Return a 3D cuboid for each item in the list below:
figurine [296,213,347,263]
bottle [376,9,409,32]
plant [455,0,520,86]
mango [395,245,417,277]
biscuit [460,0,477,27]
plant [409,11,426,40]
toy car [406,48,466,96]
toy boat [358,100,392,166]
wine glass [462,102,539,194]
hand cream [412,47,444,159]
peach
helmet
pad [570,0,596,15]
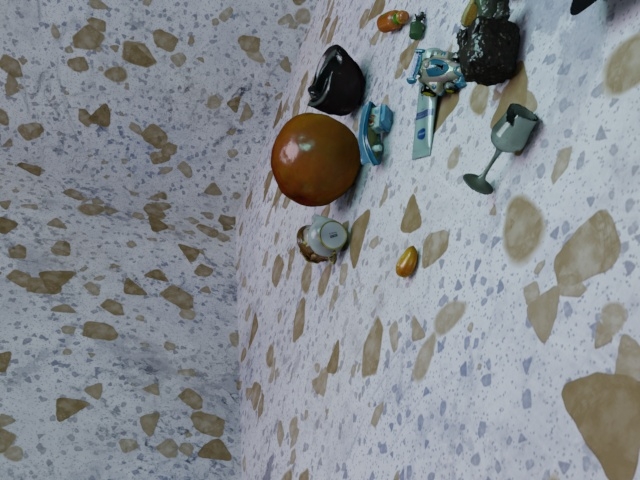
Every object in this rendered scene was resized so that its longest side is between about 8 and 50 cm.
[{"bbox_3d":[0.000,0.000,2.329,0.263,0.142,0.189,158,102,-69],"label":"figurine"},{"bbox_3d":[0.258,-0.769,2.275,0.187,0.069,0.069,-149,74,-69],"label":"bottle"},{"bbox_3d":[0.393,-0.471,1.524,0.142,0.131,0.203,135,147,-63],"label":"plant"},{"bbox_3d":[0.231,0.056,1.734,0.060,0.046,0.089,-158,88,-73],"label":"mango"},{"bbox_3d":[0.423,-0.639,1.688,0.188,0.052,0.056,118,168,-47],"label":"biscuit"},{"bbox_3d":[0.311,-0.692,2.079,0.051,0.051,0.102,150,138,-66],"label":"plant"},{"bbox_3d":[0.318,-0.457,1.755,0.161,0.098,0.126,21,97,55],"label":"toy car"},{"bbox_3d":[0.184,-0.344,2.130,0.098,0.109,0.237,-9,62,33],"label":"toy boat"},{"bbox_3d":[0.388,-0.196,1.406,0.079,0.079,0.195,-98,28,-51],"label":"wine glass"},{"bbox_3d":[0.310,-0.394,1.871,0.109,0.067,0.320,-179,96,-71],"label":"hand cream"},{"bbox_3d":[-0.025,-0.278,2.330,0.301,0.343,0.343,-61,15,-14],"label":"peach"},{"bbox_3d":[0.075,-0.607,2.521,0.225,0.177,0.305,-47,26,45],"label":"helmet"},{"bbox_3d":[0.605,-0.598,1.165,0.315,0.063,0.375,-31,36,66],"label":"pad"}]
